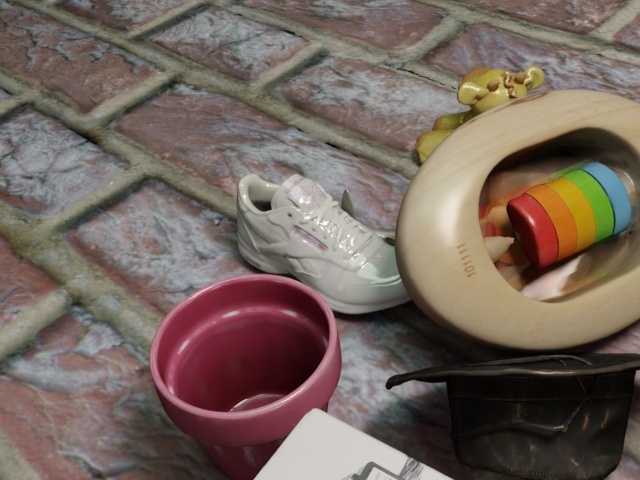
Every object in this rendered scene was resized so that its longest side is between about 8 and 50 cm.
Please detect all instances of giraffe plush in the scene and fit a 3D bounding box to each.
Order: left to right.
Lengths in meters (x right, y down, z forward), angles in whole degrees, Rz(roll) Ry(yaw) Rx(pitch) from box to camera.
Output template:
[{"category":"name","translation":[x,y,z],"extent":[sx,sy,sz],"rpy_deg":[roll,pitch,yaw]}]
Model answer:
[{"category":"giraffe plush","translation":[0.256,-0.189,1.295],"extent":[0.210,0.170,0.181],"rpy_deg":[26,51,34]}]

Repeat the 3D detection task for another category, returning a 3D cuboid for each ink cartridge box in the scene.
[{"category":"ink cartridge box","translation":[0.081,0.295,0.740],"extent":[0.273,0.198,0.115],"rpy_deg":[21,50,31]}]

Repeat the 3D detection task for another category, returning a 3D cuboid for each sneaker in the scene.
[{"category":"sneaker","translation":[0.000,0.000,1.138],"extent":[0.305,0.152,0.114],"rpy_deg":[20,46,28]}]

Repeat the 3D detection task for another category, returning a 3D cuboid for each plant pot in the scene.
[{"category":"plant pot","translation":[-0.070,0.168,0.930],"extent":[0.201,0.180,0.201],"rpy_deg":[-5,40,4]}]

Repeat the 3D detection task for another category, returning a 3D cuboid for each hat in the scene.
[{"category":"hat","translation":[0.235,0.183,0.871],"extent":[0.331,0.331,0.133],"rpy_deg":[-7,80,3]}]

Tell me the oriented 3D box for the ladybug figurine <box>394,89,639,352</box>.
[{"category":"ladybug figurine","translation":[0.281,-0.023,1.051],"extent":[0.449,0.162,0.305],"rpy_deg":[-18,84,-21]}]

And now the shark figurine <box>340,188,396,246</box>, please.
[{"category":"shark figurine","translation":[0.157,-0.035,1.208],"extent":[0.278,0.166,0.116],"rpy_deg":[-18,11,6]}]
